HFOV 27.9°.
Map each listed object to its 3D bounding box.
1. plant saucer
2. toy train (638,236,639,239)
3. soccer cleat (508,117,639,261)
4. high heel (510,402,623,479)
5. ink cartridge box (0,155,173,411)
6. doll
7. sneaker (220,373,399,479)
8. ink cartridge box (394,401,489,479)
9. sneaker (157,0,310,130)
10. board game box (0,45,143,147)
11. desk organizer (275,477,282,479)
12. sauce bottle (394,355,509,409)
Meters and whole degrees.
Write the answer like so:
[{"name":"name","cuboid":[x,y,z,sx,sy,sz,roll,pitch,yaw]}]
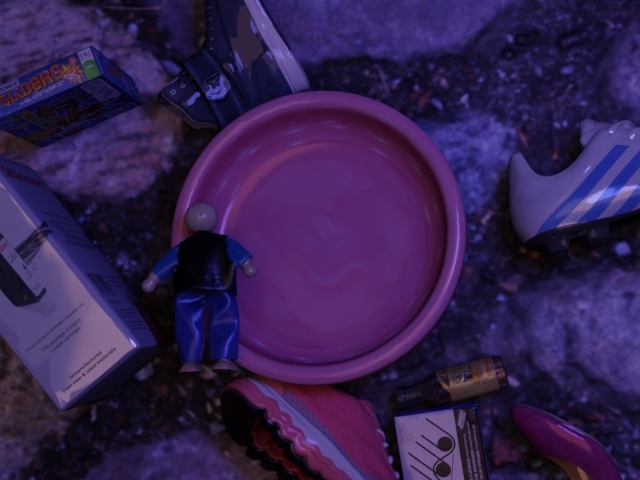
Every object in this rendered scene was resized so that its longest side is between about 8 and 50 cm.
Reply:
[{"name":"plant saucer","cuboid":[0.000,0.000,1.449,0.332,0.084,0.332,-2,78,10]},{"name":"toy train","cuboid":[0.484,0.059,1.429,0.143,0.105,0.248,-33,85,-9]},{"name":"soccer cleat","cuboid":[0.368,-0.086,1.434,0.331,0.116,0.143,-16,80,1]},{"name":"high heel","cuboid":[0.290,0.288,1.435,0.244,0.082,0.117,38,80,-8]},{"name":"ink cartridge box","cuboid":[-0.306,0.045,1.432,0.114,0.197,0.273,-39,85,1]},{"name":"doll","cuboid":[-0.131,0.049,1.397,0.129,0.046,0.189,-4,78,9]},{"name":"sneaker","cuboid":[0.039,0.240,1.427,0.314,0.116,0.136,44,54,11]},{"name":"ink cartridge box","cuboid":[0.147,0.293,1.461,0.097,0.046,0.207,-9,86,5]},{"name":"sneaker","cuboid":[-0.137,-0.235,1.491,0.163,0.086,0.226,-30,86,-1]},{"name":"board game box","cuboid":[-0.285,-0.157,1.440,0.136,0.201,0.035,-23,85,2]},{"name":"desk organizer","cuboid":[-0.030,0.339,1.469,0.047,0.050,0.130,-31,85,2]},{"name":"sauce bottle","cuboid":[0.149,0.165,1.470,0.128,0.042,0.042,-16,86,1]}]
